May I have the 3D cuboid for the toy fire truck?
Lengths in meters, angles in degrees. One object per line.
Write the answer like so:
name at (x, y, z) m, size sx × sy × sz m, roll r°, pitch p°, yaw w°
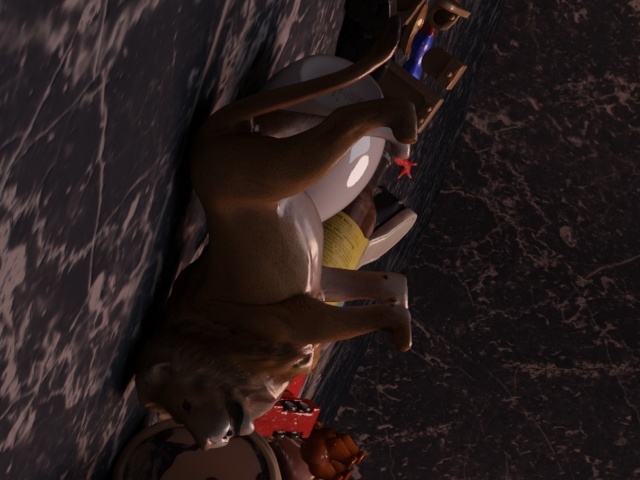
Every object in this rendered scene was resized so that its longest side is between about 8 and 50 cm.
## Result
toy fire truck at (-0.074, 0.198, 1.814) m, size 0.192 × 0.135 × 0.047 m, roll 10°, pitch 107°, yaw -42°

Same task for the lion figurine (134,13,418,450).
lion figurine at (-0.044, -0.004, 1.191) m, size 0.142 × 0.240 × 0.392 m, roll -89°, pitch 179°, yaw -59°

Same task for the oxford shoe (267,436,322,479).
oxford shoe at (-0.085, 0.378, 2.228) m, size 0.130 × 0.133 × 0.364 m, roll -44°, pitch -179°, yaw -37°

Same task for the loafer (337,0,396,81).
loafer at (0.058, -0.237, 1.588) m, size 0.170 × 0.062 × 0.061 m, roll 105°, pitch 6°, yaw -55°

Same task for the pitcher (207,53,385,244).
pitcher at (-0.016, -0.081, 1.319) m, size 0.207 × 0.125 × 0.177 m, roll -60°, pitch -174°, yaw 42°

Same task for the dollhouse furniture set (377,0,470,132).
dollhouse furniture set at (0.091, -0.223, 1.641) m, size 0.151 × 0.144 × 0.123 m, roll -54°, pitch 171°, yaw 13°

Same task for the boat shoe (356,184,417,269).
boat shoe at (0.015, 0.006, 1.850) m, size 0.254 × 0.079 × 0.095 m, roll -35°, pitch 160°, yaw -28°

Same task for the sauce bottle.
sauce bottle at (0.000, 0.000, 1.686) m, size 0.111 × 0.111 × 0.344 m, roll 103°, pitch 13°, yaw -53°

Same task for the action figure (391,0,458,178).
action figure at (0.099, -0.189, 1.887) m, size 0.280 × 0.091 × 0.139 m, roll -67°, pitch 164°, yaw 0°

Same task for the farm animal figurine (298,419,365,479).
farm animal figurine at (-0.107, 0.365, 1.910) m, size 0.327 × 0.172 × 0.330 m, roll -36°, pitch 158°, yaw -53°

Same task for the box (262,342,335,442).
box at (-0.044, 0.244, 2.355) m, size 0.231 × 0.056 × 0.183 m, roll -41°, pitch 153°, yaw -75°

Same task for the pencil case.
pencil case at (-0.150, 0.346, 1.478) m, size 0.410 × 0.160 × 0.183 m, roll 106°, pitch -5°, yaw -46°

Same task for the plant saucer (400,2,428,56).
plant saucer at (0.133, -0.308, 2.090) m, size 0.083 × 0.015 × 0.083 m, roll 22°, pitch 90°, yaw -82°

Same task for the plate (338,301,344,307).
plate at (0.016, 0.123, 2.553) m, size 0.188 × 0.024 × 0.188 m, roll 24°, pitch 90°, yaw -83°
